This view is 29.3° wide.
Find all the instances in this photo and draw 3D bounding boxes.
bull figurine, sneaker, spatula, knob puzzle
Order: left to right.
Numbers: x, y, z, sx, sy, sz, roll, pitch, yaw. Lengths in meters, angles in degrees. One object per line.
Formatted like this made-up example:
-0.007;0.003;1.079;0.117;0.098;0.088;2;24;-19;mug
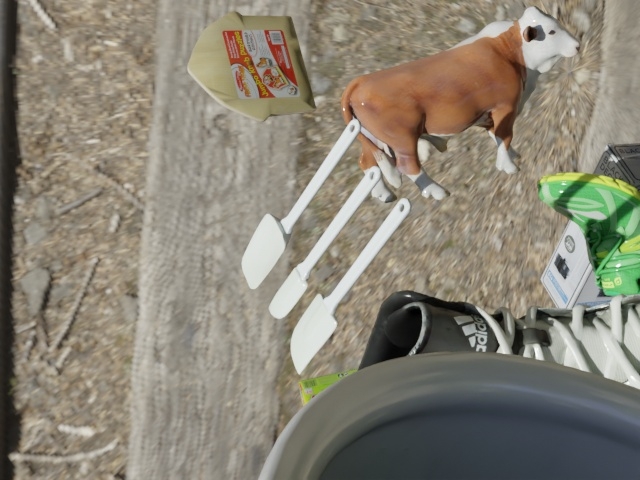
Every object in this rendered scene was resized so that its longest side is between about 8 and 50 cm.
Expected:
-0.117;-0.266;1.900;0.213;0.213;0.030;48;147;2;knob puzzle
0.000;0.000;1.279;0.242;0.019;0.168;-56;45;33;spatula
0.174;-0.164;1.490;0.310;0.101;0.188;-18;107;-12;bull figurine
0.211;0.116;1.035;0.447;0.257;0.169;-28;50;30;sneaker
0.411;0.009;1.661;0.295;0.109;0.123;36;73;-14;sneaker

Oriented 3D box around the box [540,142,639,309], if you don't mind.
0.468;-0.015;1.863;0.169;0.087;0.290;-3;135;-22;box

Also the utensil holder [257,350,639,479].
0.075;0.298;0.547;0.328;0.327;0.385;24;118;7;utensil holder

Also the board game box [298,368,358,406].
0.065;0.242;1.908;0.181;0.092;0.043;-12;122;-8;board game box
